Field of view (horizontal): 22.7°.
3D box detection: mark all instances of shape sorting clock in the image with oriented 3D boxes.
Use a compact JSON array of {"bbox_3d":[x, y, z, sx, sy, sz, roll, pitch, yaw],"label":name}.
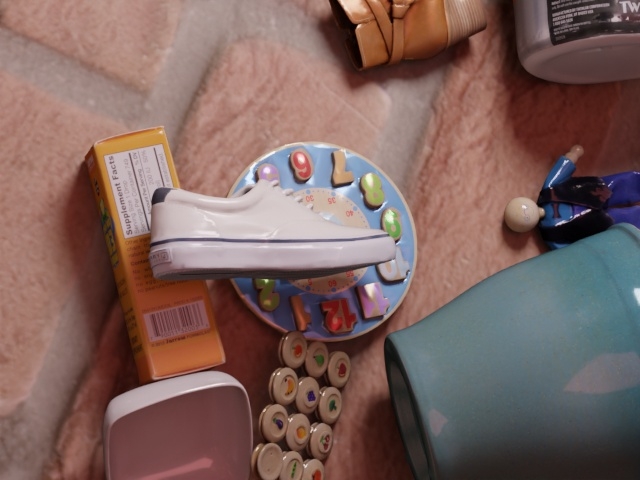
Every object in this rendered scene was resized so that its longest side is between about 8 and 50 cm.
[{"bbox_3d":[0.000,0.000,1.581,0.206,0.040,0.206,4,79,-18],"label":"shape sorting clock"}]

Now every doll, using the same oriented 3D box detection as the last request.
[{"bbox_3d":[0.282,-0.038,1.681,0.189,0.046,0.129,-8,92,-14],"label":"doll"}]

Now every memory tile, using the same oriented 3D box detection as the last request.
[{"bbox_3d":[-0.017,0.167,1.527,0.113,0.012,0.148,30,69,-48],"label":"memory tile"}]

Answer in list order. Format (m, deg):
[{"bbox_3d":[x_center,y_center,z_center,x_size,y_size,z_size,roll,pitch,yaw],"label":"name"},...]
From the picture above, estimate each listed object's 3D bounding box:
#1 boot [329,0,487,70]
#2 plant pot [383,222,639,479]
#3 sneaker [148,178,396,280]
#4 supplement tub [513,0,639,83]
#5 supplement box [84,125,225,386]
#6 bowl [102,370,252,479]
[{"bbox_3d":[0.073,-0.279,1.644,0.152,0.073,0.197,-21,84,-17],"label":"boot"},{"bbox_3d":[0.203,0.143,1.517,0.255,0.271,0.271,-14,84,-6],"label":"plant pot"},{"bbox_3d":[-0.039,-0.012,1.480,0.258,0.094,0.091,1,80,-35],"label":"sneaker"},{"bbox_3d":[0.291,-0.336,1.662,0.194,0.193,0.316,1,80,-19],"label":"supplement tub"},{"bbox_3d":[-0.158,0.016,1.506,0.080,0.078,0.233,-11,83,-17],"label":"supplement box"},{"bbox_3d":[-0.136,0.183,1.469,0.142,0.053,0.142,-13,126,-20],"label":"bowl"}]
